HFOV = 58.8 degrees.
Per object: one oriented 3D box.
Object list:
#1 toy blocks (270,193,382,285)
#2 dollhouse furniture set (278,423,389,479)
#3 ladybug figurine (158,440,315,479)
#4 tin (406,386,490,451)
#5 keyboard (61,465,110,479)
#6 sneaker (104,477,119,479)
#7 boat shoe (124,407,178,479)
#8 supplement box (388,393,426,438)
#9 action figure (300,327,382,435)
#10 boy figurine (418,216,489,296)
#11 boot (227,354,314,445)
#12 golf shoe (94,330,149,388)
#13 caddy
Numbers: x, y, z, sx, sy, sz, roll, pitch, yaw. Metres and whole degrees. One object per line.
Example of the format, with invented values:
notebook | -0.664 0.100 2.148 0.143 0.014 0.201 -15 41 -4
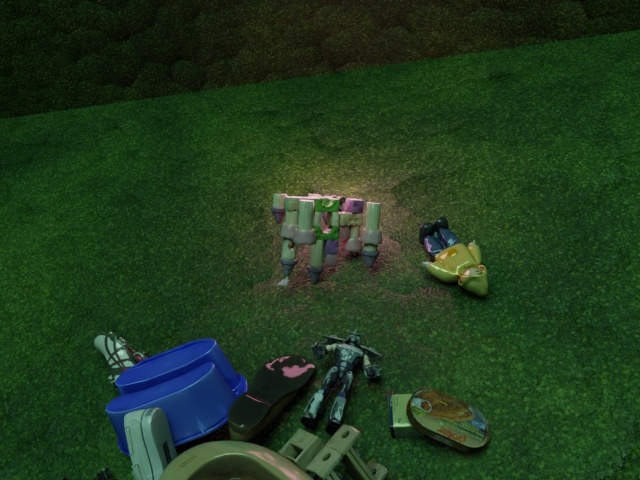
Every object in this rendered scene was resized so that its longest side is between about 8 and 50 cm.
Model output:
toy blocks | 0.000 0.000 1.715 0.288 0.260 0.309 -1 9 -27
dollhouse furniture set | 0.028 0.487 1.253 0.129 0.129 0.183 -42 19 -27
ladybug figurine | -0.143 0.576 1.123 0.449 0.162 0.305 22 37 40
tin | 0.281 0.398 1.259 0.189 0.040 0.106 24 40 3
keyboard | -0.511 0.644 1.283 0.317 0.033 0.201 25 60 34
sneaker | -0.441 0.623 1.183 0.100 0.108 0.272 -22 44 1
boat shoe | -0.372 0.499 1.248 0.088 0.268 0.096 -8 12 14
supplement box | 0.202 0.405 1.311 0.083 0.056 0.083 -6 43 9
action figure | 0.052 0.331 1.399 0.185 0.099 0.285 11 50 18
boy figurine | 0.377 0.055 1.611 0.177 0.092 0.285 -18 39 -7
boot | -0.122 0.391 1.393 0.112 0.115 0.305 22 33 25
golf shoe | -0.556 0.340 1.570 0.272 0.105 0.120 19 59 32
caddy | -0.350 0.396 1.396 0.341 0.179 0.241 -21 22 1
